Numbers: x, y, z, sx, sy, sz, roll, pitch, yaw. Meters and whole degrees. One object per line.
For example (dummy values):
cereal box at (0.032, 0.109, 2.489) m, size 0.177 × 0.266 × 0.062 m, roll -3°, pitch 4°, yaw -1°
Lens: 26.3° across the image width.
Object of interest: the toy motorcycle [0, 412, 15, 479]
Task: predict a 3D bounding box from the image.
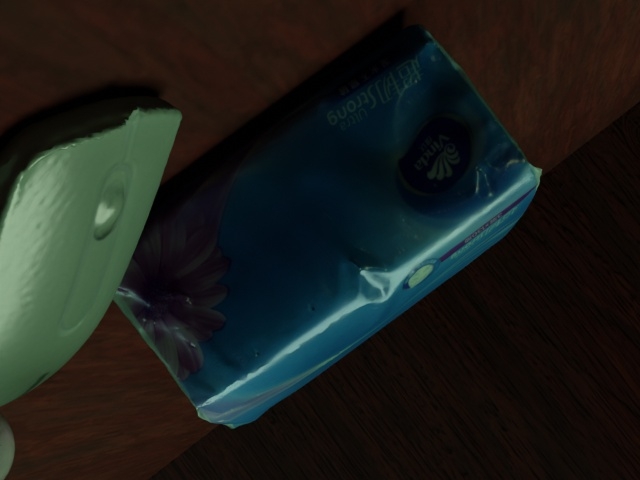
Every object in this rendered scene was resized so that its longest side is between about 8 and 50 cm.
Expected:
toy motorcycle at (-0.308, 0.213, 0.953) m, size 0.254 × 0.112 × 0.112 m, roll -40°, pitch 171°, yaw 8°

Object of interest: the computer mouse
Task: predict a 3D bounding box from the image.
computer mouse at (-0.147, 0.018, 0.698) m, size 0.231 × 0.079 × 0.128 m, roll -47°, pitch 170°, yaw 34°

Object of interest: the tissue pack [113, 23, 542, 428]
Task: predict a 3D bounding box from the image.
tissue pack at (0.000, 0.000, 0.933) m, size 0.263 × 0.146 × 0.198 m, roll -37°, pitch 172°, yaw -4°
